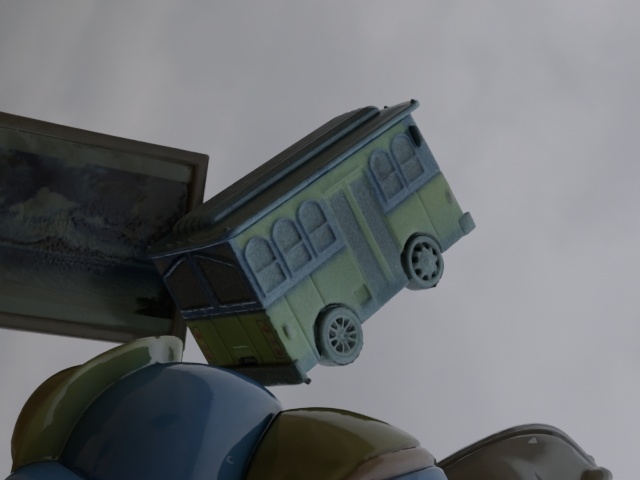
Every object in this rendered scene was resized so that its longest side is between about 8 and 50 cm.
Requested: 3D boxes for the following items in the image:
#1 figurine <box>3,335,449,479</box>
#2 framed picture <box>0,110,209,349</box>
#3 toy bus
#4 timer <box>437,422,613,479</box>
[{"bbox_3d":[-0.054,0.138,0.534,0.262,0.180,0.153,18,-51,40],"label":"figurine"},{"bbox_3d":[-0.283,-0.013,1.117,0.024,0.315,0.232,161,-63,-66],"label":"framed picture"},{"bbox_3d":[0.000,0.000,1.063,0.152,0.190,0.312,-12,-160,49],"label":"toy bus"},{"bbox_3d":[0.064,0.247,0.701,0.315,0.291,0.291,-37,-154,2],"label":"timer"}]
